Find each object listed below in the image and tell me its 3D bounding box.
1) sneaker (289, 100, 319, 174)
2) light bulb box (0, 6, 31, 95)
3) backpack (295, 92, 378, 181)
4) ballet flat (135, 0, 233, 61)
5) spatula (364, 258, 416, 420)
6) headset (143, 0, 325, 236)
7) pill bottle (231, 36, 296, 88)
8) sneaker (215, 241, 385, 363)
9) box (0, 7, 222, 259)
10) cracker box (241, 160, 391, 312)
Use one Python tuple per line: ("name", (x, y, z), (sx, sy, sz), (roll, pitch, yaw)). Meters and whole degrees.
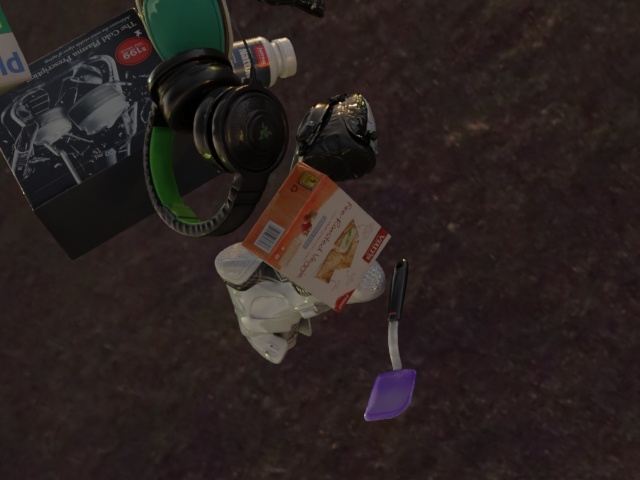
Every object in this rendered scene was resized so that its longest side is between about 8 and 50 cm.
("sneaker", (0.001, -0.196, 2.005), (0.097, 0.234, 0.084), (24, 44, 10))
("light bulb box", (-0.641, -0.217, 1.178), (0.361, 0.225, 0.358), (-18, 7, 38))
("backpack", (0.039, -0.193, 1.732), (0.152, 0.115, 0.182), (-3, 43, 10))
("ballet flat", (-0.224, -0.413, 1.376), (0.139, 0.400, 0.139), (-12, 46, 13))
("spatula", (0.125, 0.159, 1.541), (0.084, 0.030, 0.296), (-14, 55, 34))
("headset", (-0.125, -0.191, 1.354), (0.243, 0.185, 0.394), (42, 120, 35))
("pill bottle", (-0.147, -0.363, 1.926), (0.180, 0.108, 0.108), (-17, 37, -17))
("sneaker", (-0.027, 0.119, 1.744), (0.366, 0.210, 0.137), (6, 29, 35))
("box", (-0.391, -0.198, 1.680), (0.343, 0.179, 0.312), (-32, 60, -9))
("cracker box", (0.000, 0.000, 1.449), (0.067, 0.232, 0.155), (31, 85, 37))
